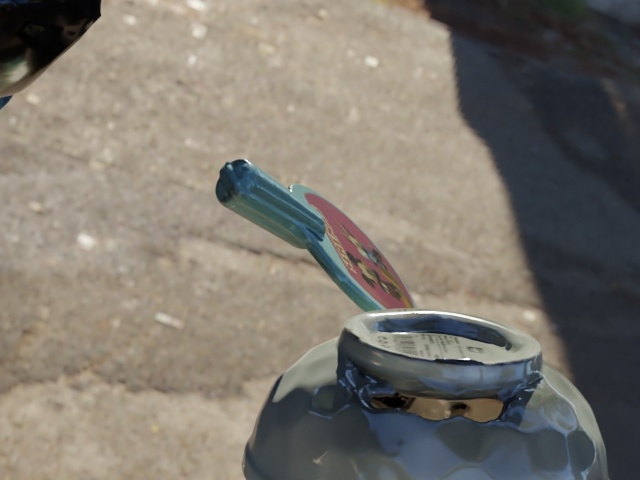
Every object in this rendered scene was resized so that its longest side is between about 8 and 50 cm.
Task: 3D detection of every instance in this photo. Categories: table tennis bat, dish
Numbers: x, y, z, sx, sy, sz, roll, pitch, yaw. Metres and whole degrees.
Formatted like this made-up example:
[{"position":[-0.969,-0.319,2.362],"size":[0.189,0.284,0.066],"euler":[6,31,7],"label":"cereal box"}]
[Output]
[{"position":[0.000,0.000,1.366],"size":[0.244,0.040,0.153],"euler":[34,19,-46],"label":"table tennis bat"},{"position":[0.082,0.124,1.235],"size":[0.303,0.120,0.303],"euler":[5,12,-1],"label":"dish"}]

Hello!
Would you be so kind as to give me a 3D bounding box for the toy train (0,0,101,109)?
[{"position":[-0.233,-0.195,0.764],"size":[0.265,0.188,0.300],"euler":[-3,66,-47],"label":"toy train"}]
